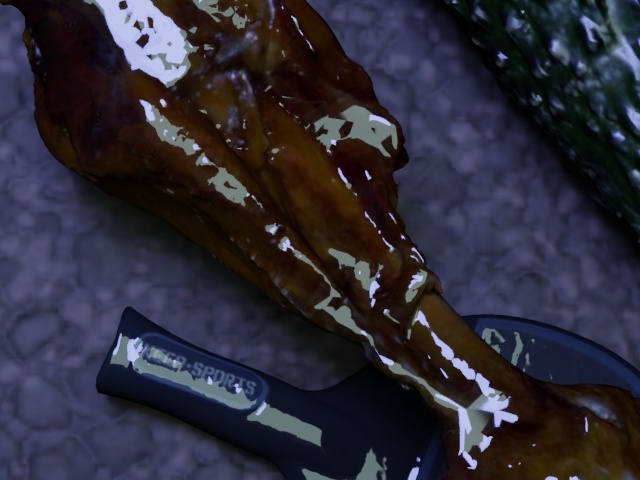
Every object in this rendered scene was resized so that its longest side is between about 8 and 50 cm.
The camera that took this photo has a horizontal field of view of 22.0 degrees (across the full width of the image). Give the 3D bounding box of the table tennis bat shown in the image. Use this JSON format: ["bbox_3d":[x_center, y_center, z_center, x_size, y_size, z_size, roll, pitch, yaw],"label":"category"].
[{"bbox_3d":[0.031,0.086,0.595,0.236,0.027,0.150,24,74,-2],"label":"table tennis bat"}]

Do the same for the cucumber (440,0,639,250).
[{"bbox_3d":[0.142,-0.033,0.595,0.096,0.096,0.359,-38,84,-12],"label":"cucumber"}]

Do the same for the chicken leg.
[{"bbox_3d":[0.000,0.000,0.564,0.113,0.093,0.304,-30,74,-36],"label":"chicken leg"}]
